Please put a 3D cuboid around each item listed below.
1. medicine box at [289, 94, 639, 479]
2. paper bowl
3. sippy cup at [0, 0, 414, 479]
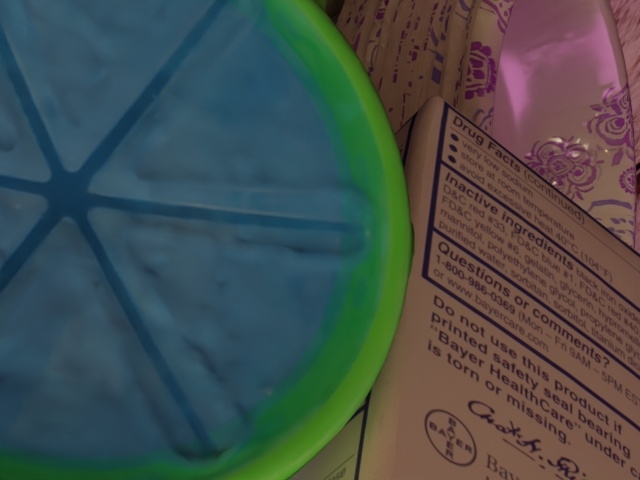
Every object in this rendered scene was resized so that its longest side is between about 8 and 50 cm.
[{"bbox_3d":[0.006,0.133,0.656,0.263,0.149,0.289,-43,-160,33],"label":"medicine box"},{"bbox_3d":[0.072,-0.030,0.898,0.284,0.148,0.284,0,90,-65],"label":"paper bowl"},{"bbox_3d":[-0.114,0.020,0.598,0.305,0.240,0.224,-15,165,-27],"label":"sippy cup"}]
